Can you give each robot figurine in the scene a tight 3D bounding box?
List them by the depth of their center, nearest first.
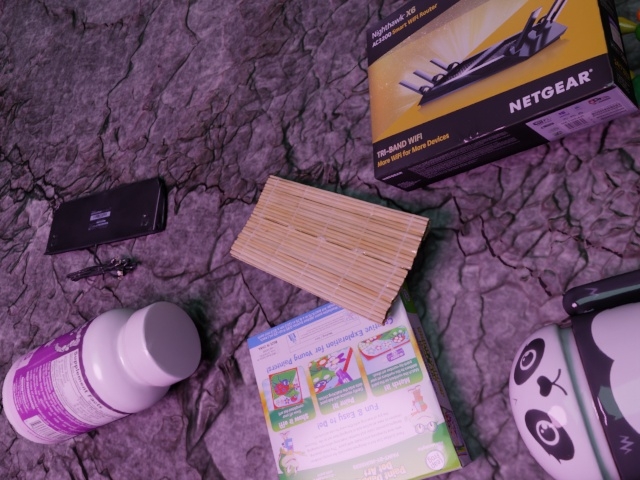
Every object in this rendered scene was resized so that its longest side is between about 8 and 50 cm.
[{"bbox_3d":[0.322,0.138,0.493,0.278,0.209,0.173,-19,98,23],"label":"robot figurine"}]

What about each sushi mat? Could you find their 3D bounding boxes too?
[{"bbox_3d":[0.000,0.000,0.766,0.316,0.019,0.151,20,77,39],"label":"sushi mat"}]

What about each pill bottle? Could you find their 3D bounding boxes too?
[{"bbox_3d":[-0.348,0.209,0.854,0.301,0.169,0.169,-26,66,21],"label":"pill bottle"}]

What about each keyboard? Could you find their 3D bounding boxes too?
[{"bbox_3d":[-0.433,-0.008,1.043,0.317,0.033,0.201,-10,66,28],"label":"keyboard"}]

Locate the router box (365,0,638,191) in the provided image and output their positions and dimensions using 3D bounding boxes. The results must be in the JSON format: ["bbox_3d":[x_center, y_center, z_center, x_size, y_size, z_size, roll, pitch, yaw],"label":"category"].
[{"bbox_3d":[0.201,-0.224,0.666,0.309,0.081,0.243,-18,66,43],"label":"router box"}]

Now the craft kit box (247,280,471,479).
[{"bbox_3d":[0.038,0.207,0.707,0.250,0.061,0.246,-26,63,21],"label":"craft kit box"}]

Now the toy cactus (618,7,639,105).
[{"bbox_3d":[0.421,-0.187,0.581,0.219,0.112,0.180,-13,80,17],"label":"toy cactus"}]
